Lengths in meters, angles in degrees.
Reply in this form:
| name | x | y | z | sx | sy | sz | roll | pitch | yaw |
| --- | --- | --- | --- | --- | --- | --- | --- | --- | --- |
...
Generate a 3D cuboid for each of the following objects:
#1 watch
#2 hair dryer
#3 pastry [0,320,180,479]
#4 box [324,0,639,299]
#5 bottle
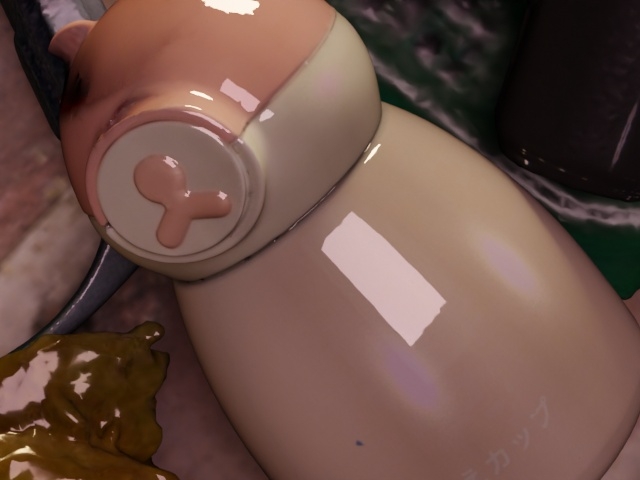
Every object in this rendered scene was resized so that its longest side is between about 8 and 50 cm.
| name | x | y | z | sx | sy | sz | roll | pitch | yaw |
| --- | --- | --- | --- | --- | --- | --- | --- | --- | --- |
| watch | -0.167 | -0.039 | 0.594 | 0.193 | 0.068 | 0.206 | -26 | 89 | -14 |
| hair dryer | 0.027 | -0.105 | 0.554 | 0.248 | 0.070 | 0.114 | 19 | 107 | 6 |
| pastry | -0.130 | 0.178 | 0.544 | 0.240 | 0.132 | 0.235 | -21 | 77 | -20 |
| box | 0.086 | -0.173 | 0.613 | 0.336 | 0.106 | 0.264 | 37 | 107 | -4 |
| bottle | 0.000 | 0.000 | 0.547 | 0.147 | 0.147 | 0.236 | -45 | 109 | -14 |
